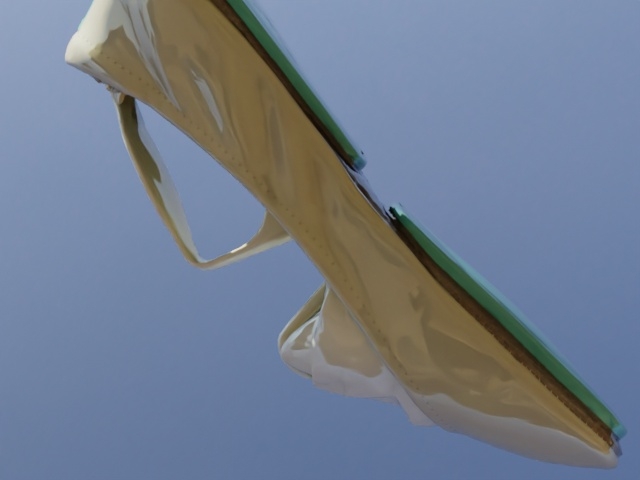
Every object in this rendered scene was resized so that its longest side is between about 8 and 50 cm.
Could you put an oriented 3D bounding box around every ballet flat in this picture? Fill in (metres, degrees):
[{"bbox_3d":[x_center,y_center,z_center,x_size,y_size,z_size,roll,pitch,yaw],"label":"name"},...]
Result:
[{"bbox_3d":[0.000,0.000,0.549,0.086,0.086,0.248,-36,-98,-29],"label":"ballet flat"}]
